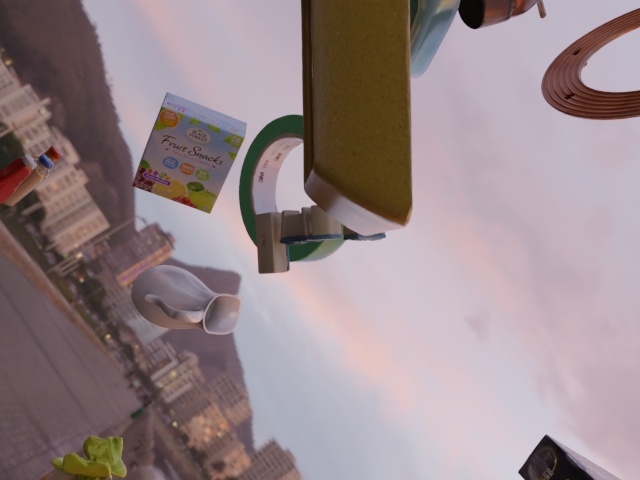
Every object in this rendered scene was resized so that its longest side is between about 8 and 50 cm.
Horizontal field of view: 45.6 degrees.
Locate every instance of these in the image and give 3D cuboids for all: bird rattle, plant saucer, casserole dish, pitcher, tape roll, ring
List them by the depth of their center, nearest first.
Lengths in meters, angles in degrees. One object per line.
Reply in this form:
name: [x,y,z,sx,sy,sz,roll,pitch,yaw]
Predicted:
casserole dish: [0.069,-0.223,0.724,0.114,0.037,0.188,56,-18,11]
plant saucer: [0.024,-0.174,0.773,0.333,0.081,0.332,160,-70,-86]
ring: [0.493,-0.267,1.112,0.336,0.336,0.032,27,-27,58]
bird rattle: [-0.431,0.506,1.446,0.143,0.207,0.253,-15,86,-68]
pitcher: [-0.289,0.122,1.519,0.207,0.125,0.178,16,2,26]
tape roll: [-0.049,-0.113,1.673,0.321,0.077,0.321,-1,-91,44]

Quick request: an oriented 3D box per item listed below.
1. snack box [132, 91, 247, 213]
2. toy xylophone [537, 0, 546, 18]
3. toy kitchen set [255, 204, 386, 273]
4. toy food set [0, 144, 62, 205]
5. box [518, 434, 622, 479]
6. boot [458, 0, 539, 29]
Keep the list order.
snack box: [-0.268,-0.175,1.556,0.070,0.174,0.207,-91,-155,-53]
toy xylophone: [0.368,-0.509,1.234,0.322,0.081,0.236,-84,-170,-46]
toy kitchen set: [0.000,0.000,1.515,0.207,0.166,0.122,-6,-95,47]
toy food set: [-0.495,-0.130,1.161,0.111,0.104,0.232,56,6,31]
box: [0.534,0.483,1.165,0.395,0.097,0.318,33,6,-17]
boot: [0.305,-0.420,0.952,0.096,0.280,0.264,47,-24,49]
